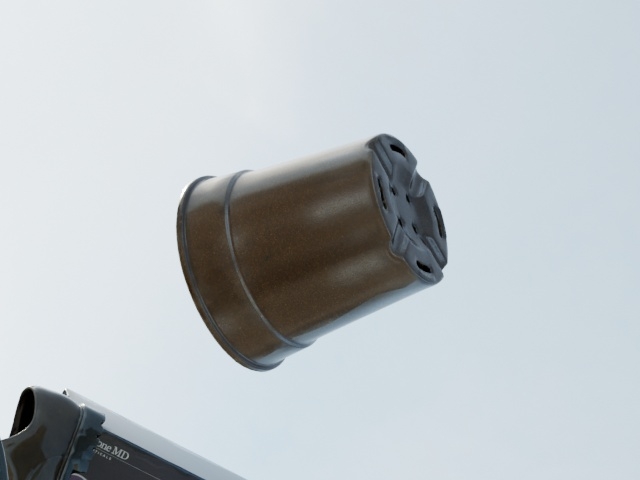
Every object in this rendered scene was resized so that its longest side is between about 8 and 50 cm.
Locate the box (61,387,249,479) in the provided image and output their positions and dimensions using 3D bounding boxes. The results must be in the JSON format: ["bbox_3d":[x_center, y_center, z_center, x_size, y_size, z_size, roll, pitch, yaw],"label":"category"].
[{"bbox_3d":[-0.172,0.287,1.673,0.261,0.184,0.103,29,1,-16],"label":"box"}]

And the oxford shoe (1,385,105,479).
[{"bbox_3d":[-0.268,0.224,1.487,0.096,0.227,0.083,33,-43,-20],"label":"oxford shoe"}]

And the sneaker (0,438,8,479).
[{"bbox_3d":[-0.293,0.109,1.084,0.227,0.087,0.130,47,-58,5],"label":"sneaker"}]

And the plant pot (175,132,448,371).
[{"bbox_3d":[0.000,0.000,1.363,0.165,0.167,0.167,-21,-83,25],"label":"plant pot"}]
